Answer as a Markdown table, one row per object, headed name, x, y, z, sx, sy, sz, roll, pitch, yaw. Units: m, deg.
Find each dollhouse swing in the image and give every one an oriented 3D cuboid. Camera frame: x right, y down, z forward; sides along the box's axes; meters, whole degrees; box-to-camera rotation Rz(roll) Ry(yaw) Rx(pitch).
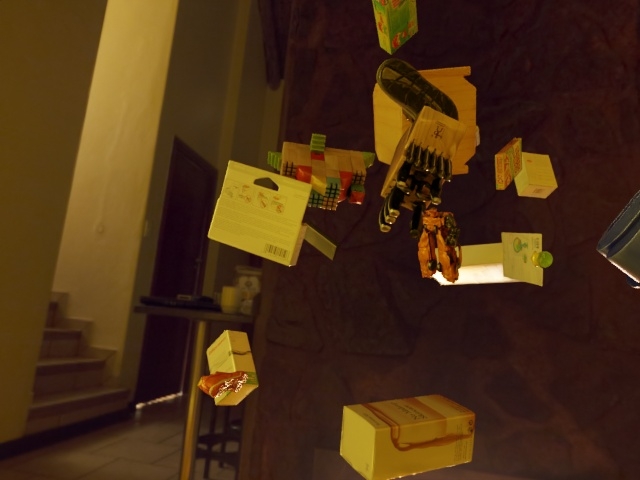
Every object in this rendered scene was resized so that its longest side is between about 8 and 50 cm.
| name | x | y | z | sx | sy | sz | roll | pitch | yaw |
| --- | --- | --- | --- | --- | --- | --- | --- | --- | --- |
| dollhouse swing | 0.360 | -0.426 | 1.695 | 0.316 | 0.346 | 0.305 | -4 | 18 | 4 |

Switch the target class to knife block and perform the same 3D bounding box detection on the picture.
| name | x | y | z | sx | sy | sz | roll | pitch | yaw |
| --- | --- | --- | --- | --- | --- | --- | --- | --- | --- |
| knife block | 0.168 | -0.108 | 0.874 | 0.088 | 0.242 | 0.275 | 26 | -6 | -1 |

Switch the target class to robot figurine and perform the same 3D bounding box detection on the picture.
| name | x | y | z | sx | sy | sz | roll | pitch | yaw |
| --- | --- | --- | --- | --- | --- | --- | --- | --- | --- |
| robot figurine | 0.440 | 0.010 | 1.769 | 0.085 | 0.290 | 0.211 | -25 | 24 | -38 |

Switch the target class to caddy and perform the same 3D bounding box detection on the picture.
| name | x | y | z | sx | sy | sz | roll | pitch | yaw |
| --- | --- | --- | --- | --- | --- | --- | --- | --- | --- |
| caddy | 0.987 | -0.022 | 1.368 | 0.179 | 0.341 | 0.241 | 33 | 20 | 9 |

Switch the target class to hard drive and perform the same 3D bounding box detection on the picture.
| name | x | y | z | sx | sy | sz | roll | pitch | yaw |
| --- | --- | --- | --- | --- | --- | --- | --- | --- | --- |
| hard drive | 0.000 | 0.000 | 1.565 | 0.135 | 0.022 | 0.094 | 37 | -27 | 14 |

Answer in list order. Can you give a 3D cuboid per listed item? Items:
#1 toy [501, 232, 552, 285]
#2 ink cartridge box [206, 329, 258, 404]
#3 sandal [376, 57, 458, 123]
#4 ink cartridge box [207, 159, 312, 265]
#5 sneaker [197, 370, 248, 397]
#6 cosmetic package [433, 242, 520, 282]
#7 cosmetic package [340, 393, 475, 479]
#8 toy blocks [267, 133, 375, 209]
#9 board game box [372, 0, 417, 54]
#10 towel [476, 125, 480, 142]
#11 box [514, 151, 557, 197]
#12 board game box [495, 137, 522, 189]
| name | x | y | z | sx | sy | sz | roll | pitch | yaw |
| --- | --- | --- | --- | --- | --- | --- | --- | --- | --- |
| toy | 0.585 | 0.046 | 1.329 | 0.056 | 0.136 | 0.237 | -2 | 2 | 0 |
| ink cartridge box | -0.324 | 0.461 | 1.713 | 0.093 | 0.219 | 0.160 | 18 | -51 | -40 |
| sandal | 0.267 | -0.376 | 1.281 | 0.303 | 0.120 | 0.086 | 40 | 1 | -23 |
| ink cartridge box | -0.170 | -0.080 | 1.363 | 0.275 | 0.238 | 0.060 | 19 | 5 | 16 |
| sneaker | -0.248 | 0.362 | 1.230 | 0.068 | 0.064 | 0.175 | 27 | 0 | 25 |
| cosmetic package | 0.668 | 0.109 | 2.054 | 0.378 | 0.097 | 0.284 | -6 | -25 | 31 |
| cosmetic package | 0.214 | 0.473 | 1.153 | 0.297 | 0.129 | 0.153 | 2 | 2 | -28 |
| toy blocks | 0.008 | -0.214 | 1.618 | 0.382 | 0.260 | 0.190 | 6 | -49 | -8 |
| board game box | 0.176 | -0.534 | 1.099 | 0.043 | 0.092 | 0.181 | 47 | -2 | 23 |
| towel | 0.465 | -0.375 | 1.773 | 0.235 | 0.121 | 0.284 | -28 | -11 | 17 |
| box | 0.908 | -0.278 | 2.005 | 0.130 | 0.170 | 0.091 | 5 | -30 | -8 |
| board game box | 0.680 | -0.281 | 1.688 | 0.039 | 0.124 | 0.259 | 4 | 26 | 34 |
